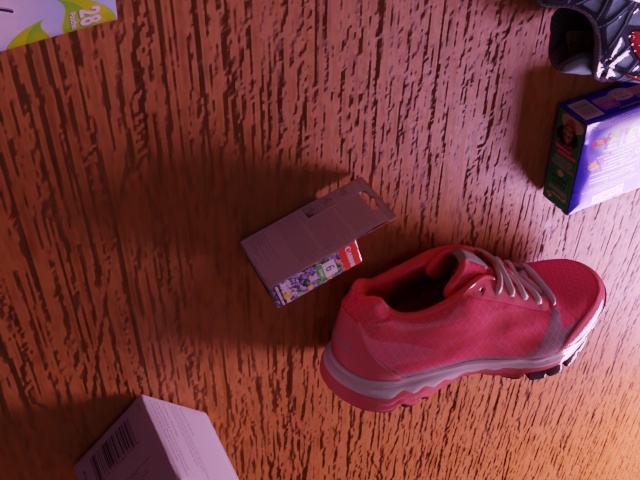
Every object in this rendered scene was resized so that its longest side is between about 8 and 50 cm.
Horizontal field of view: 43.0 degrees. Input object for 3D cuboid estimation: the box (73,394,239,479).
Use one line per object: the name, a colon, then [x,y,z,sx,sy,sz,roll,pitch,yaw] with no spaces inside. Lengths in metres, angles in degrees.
box: [-0.144,0.212,0.720,0.101,0.102,0.087,-47,139,10]

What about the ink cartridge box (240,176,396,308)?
ink cartridge box: [0.000,0.000,0.650,0.115,0.063,0.029,-29,136,-8]

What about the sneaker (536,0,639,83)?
sneaker: [0.241,-0.176,0.644,0.125,0.104,0.262,-34,137,25]

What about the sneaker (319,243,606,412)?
sneaker: [0.153,0.061,0.766,0.314,0.116,0.136,-15,132,-22]

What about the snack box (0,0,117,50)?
snack box: [-0.180,-0.147,0.329,0.175,0.070,0.207,-21,170,-17]

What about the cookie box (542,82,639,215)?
cookie box: [0.262,-0.086,0.758,0.092,0.040,0.107,-20,135,-17]
